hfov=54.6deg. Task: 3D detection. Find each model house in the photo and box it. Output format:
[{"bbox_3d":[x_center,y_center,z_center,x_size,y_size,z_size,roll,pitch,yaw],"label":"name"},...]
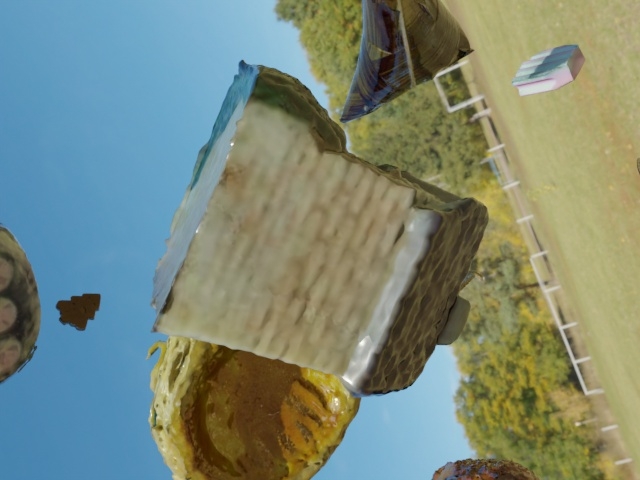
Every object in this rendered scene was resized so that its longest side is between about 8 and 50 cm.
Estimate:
[{"bbox_3d":[-0.001,0.002,0.601,0.284,0.244,0.298,25,-174,-17],"label":"model house"}]

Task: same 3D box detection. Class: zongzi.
[{"bbox_3d":[0.073,-0.278,0.900,0.247,0.241,0.111,22,-143,-57],"label":"zongzi"}]

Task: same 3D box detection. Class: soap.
[{"bbox_3d":[0.530,-0.395,1.432,0.056,0.149,0.100,41,-110,-27],"label":"soap"}]

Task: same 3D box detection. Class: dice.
[{"bbox_3d":[-0.651,0.109,1.011,0.270,0.271,0.271,-27,-58,-56],"label":"dice"}]

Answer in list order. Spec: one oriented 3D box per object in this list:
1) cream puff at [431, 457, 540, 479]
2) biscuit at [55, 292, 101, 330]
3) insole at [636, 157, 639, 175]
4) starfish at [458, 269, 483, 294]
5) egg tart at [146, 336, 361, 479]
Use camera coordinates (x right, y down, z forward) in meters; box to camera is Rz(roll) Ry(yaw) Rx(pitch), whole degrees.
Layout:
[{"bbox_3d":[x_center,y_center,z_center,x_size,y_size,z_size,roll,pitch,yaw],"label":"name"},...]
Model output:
[{"bbox_3d":[0.287,0.467,1.025,0.164,0.240,0.240,-24,-87,-52],"label":"cream puff"},{"bbox_3d":[-0.472,0.134,1.221,0.082,0.016,0.092,37,-129,13],"label":"biscuit"},{"bbox_3d":[0.392,-0.080,0.739,0.135,0.002,0.045,-16,-98,-55],"label":"insole"},{"bbox_3d":[0.199,0.146,1.402,0.375,0.326,0.095,-113,-2,-74],"label":"starfish"},{"bbox_3d":[-0.111,0.249,1.052,0.388,0.387,0.169,62,161,-18],"label":"egg tart"}]
